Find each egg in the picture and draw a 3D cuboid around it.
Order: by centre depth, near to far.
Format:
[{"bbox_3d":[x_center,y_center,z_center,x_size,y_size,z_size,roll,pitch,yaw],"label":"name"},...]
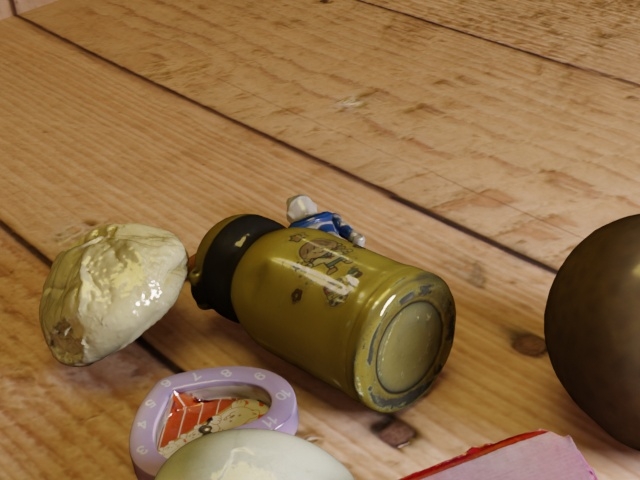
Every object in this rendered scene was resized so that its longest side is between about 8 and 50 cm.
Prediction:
[{"bbox_3d":[-0.065,0.259,1.106,0.209,0.151,0.151,-5,31,2],"label":"egg"}]

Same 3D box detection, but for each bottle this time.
[{"bbox_3d":[-0.016,0.066,1.392,0.171,0.172,0.351,-31,39,-33],"label":"bottle"}]

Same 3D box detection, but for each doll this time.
[{"bbox_3d":[0.000,0.000,1.612,0.114,0.057,0.227,-19,41,-7],"label":"doll"}]

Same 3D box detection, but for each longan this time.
[{"bbox_3d":[0.362,0.096,1.205,0.258,0.258,0.258,-6,31,3],"label":"longan"}]

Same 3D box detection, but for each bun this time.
[{"bbox_3d":[-0.270,0.055,1.448,0.220,0.134,0.220,-33,15,10],"label":"bun"}]

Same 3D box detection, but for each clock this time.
[{"bbox_3d":[-0.129,0.214,1.277,0.198,0.064,0.172,-29,37,-32],"label":"clock"}]

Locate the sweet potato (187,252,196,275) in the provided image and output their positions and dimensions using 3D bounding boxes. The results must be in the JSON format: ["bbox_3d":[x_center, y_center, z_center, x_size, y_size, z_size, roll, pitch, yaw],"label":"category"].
[{"bbox_3d":[-0.151,0.032,1.604,0.179,0.044,0.044,-4,31,6],"label":"sweet potato"}]

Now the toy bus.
[{"bbox_3d":[0.127,0.281,1.035,0.302,0.147,0.127,-19,43,-15],"label":"toy bus"}]
